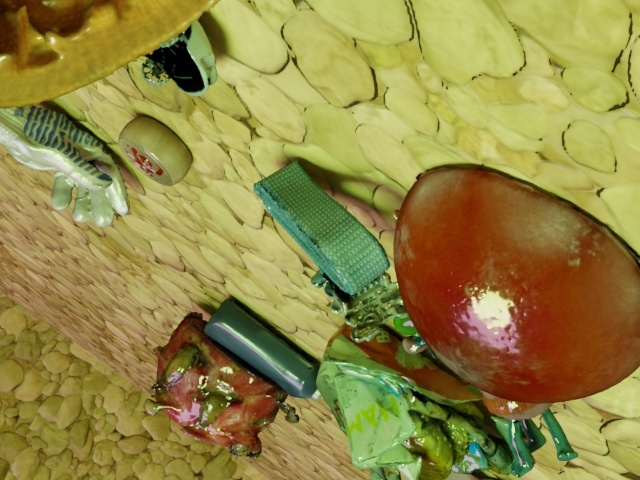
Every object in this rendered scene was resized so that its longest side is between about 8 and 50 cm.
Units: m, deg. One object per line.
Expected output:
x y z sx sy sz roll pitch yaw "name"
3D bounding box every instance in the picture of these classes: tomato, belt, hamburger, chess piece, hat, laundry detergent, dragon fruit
0.134 0.047 0.754 0.228 0.112 0.199 13 148 44 "tomato"
0.004 -0.003 0.874 0.179 0.065 0.100 49 169 47 "belt"
0.090 0.224 1.168 0.276 0.150 0.260 38 162 -5 "hamburger"
-0.178 -0.096 1.069 0.084 0.038 0.083 34 161 13 "chess piece"
-0.191 -0.252 0.629 0.233 0.234 0.244 60 154 18 "hat"
-0.071 0.167 1.448 0.206 0.061 0.096 36 158 2 "laundry detergent"
-0.159 0.232 1.524 0.282 0.147 0.211 40 -176 35 "dragon fruit"

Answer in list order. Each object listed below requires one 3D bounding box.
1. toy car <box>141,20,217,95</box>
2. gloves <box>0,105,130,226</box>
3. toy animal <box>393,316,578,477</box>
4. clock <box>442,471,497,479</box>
-0.165 -0.192 0.801 0.205 0.056 0.095 35 161 -3 "toy car"
-0.325 -0.106 1.215 0.229 0.097 0.119 45 170 -14 "gloves"
0.153 0.124 0.905 0.208 0.100 0.103 53 -163 -8 "toy animal"
0.285 0.414 1.357 0.248 0.090 0.227 8 146 51 "clock"
